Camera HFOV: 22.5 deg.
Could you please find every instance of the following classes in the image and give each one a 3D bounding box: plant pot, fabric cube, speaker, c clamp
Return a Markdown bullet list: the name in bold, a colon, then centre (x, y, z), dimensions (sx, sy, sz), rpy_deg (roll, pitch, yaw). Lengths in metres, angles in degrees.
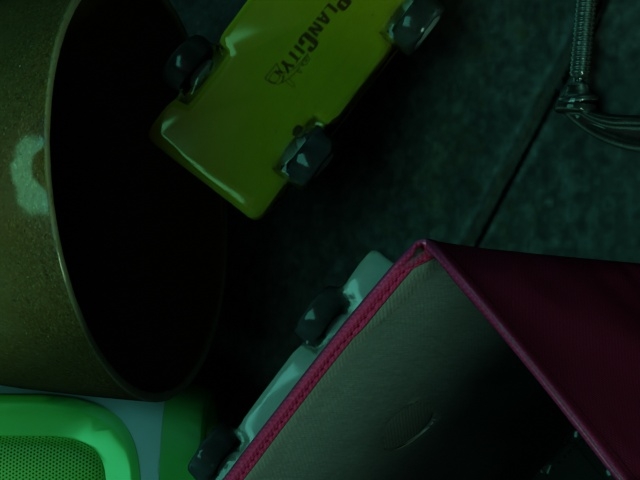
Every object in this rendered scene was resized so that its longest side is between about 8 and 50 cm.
- **plant pot**: centre (-0.211, -0.018, 0.912), dimensions (0.254, 0.237, 0.237), rpy_deg (-6, 82, 18)
- **fabric cube**: centre (0.115, 0.179, 0.675), dimensions (0.254, 0.258, 0.259), rpy_deg (-52, 57, 23)
- **speaker**: centre (-0.211, 0.140, 0.944), dimensions (0.296, 0.131, 0.131), rpy_deg (0, 86, 1)
- **c clamp**: centre (0.154, -0.122, 0.821), dimensions (0.137, 0.022, 0.161), rpy_deg (-2, 84, 35)

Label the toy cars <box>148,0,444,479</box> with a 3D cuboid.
- **toy cars**: centre (0.000, 0.000, 0.891), dimensions (0.176, 0.087, 0.394), rpy_deg (-4, 85, 4)
